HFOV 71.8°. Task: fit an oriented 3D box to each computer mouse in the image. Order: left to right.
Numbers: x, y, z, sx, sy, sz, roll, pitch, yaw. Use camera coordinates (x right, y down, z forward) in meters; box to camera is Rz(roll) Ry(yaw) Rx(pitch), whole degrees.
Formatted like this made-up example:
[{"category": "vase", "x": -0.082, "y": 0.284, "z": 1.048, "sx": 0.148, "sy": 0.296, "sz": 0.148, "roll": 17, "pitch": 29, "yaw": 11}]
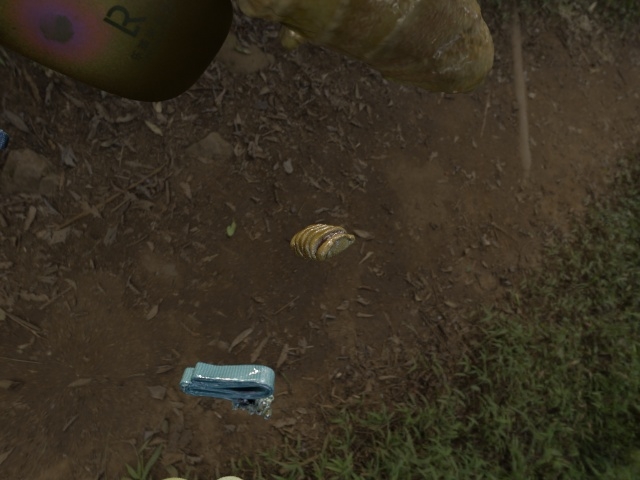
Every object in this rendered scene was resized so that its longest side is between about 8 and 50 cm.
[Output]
[{"category": "computer mouse", "x": -0.217, "y": -0.229, "z": 0.366, "sx": 0.310, "sy": 0.158, "sz": 0.071, "roll": 22, "pitch": 31, "yaw": -45}]

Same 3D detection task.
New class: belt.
[{"category": "belt", "x": -0.179, "y": 0.286, "z": 0.863, "sx": 0.179, "sy": 0.099, "sz": 0.065, "roll": 7, "pitch": 32, "yaw": -1}]

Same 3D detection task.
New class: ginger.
[{"category": "ginger", "x": 0.075, "y": -0.237, "z": 0.442, "sx": 0.354, "sy": 0.190, "sz": 0.126, "roll": 11, "pitch": 37, "yaw": -48}]

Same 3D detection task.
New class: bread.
[{"category": "bread", "x": 0.000, "y": 0.000, "z": 1.270, "sx": 0.134, "sy": 0.225, "sz": 0.081, "roll": -27, "pitch": 104, "yaw": -22}]

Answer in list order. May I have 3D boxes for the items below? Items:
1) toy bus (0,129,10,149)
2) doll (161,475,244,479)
[{"category": "toy bus", "x": -0.735, "y": -0.230, "z": 0.988, "sx": 0.065, "sy": 0.166, "sz": 0.047, "roll": 17, "pitch": 91, "yaw": -35}, {"category": "doll", "x": -0.240, "y": 0.495, "z": 0.803, "sx": 0.117, "sy": 0.297, "sz": 0.141, "roll": 60, "pitch": 15, "yaw": -27}]
